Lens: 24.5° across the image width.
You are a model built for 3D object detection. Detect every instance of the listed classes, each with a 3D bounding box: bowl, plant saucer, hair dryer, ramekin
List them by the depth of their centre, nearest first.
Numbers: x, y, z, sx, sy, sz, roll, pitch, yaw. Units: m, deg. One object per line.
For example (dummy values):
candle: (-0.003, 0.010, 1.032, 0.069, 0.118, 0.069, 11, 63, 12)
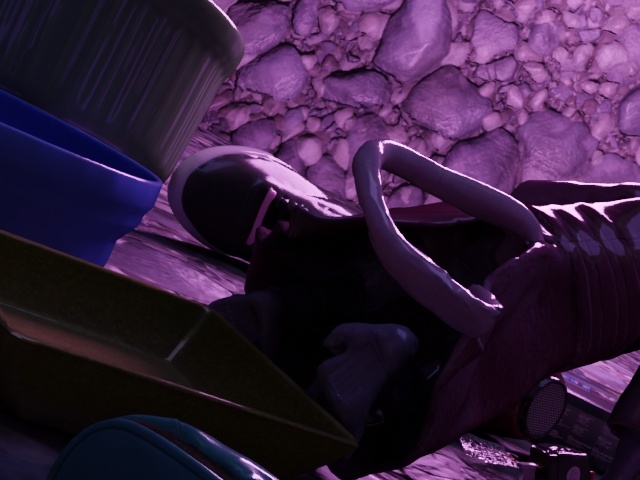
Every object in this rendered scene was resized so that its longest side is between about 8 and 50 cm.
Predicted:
plant saucer: (-0.101, 0.057, 0.720, 0.188, 0.045, 0.188, 22, 7, -32)
bowl: (-0.293, -0.090, 0.943, 0.391, 0.077, 0.391, 27, 2, -1)
hair dryer: (0.082, 0.087, 1.088, 0.223, 0.080, 0.293, 25, 6, -7)
ramekin: (-0.232, -0.162, 1.276, 0.303, 0.148, 0.303, 22, -10, 4)

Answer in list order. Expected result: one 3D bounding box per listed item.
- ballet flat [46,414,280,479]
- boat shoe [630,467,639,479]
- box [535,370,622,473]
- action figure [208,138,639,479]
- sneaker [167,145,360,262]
ballet flat: (0.017, 0.132, 0.433, 0.247, 0.083, 0.087, 33, -5, 36)
boat shoe: (0.232, 0.199, 0.535, 0.132, 0.130, 0.355, 26, 0, -30)
box: (0.225, 0.151, 1.281, 0.220, 0.051, 0.175, 26, 6, -6)
action figure: (0.132, 0.014, 0.874, 0.370, 0.276, 0.248, -8, 52, -25)
sneaker: (0.000, 0.000, 1.361, 0.295, 0.105, 0.147, 27, -1, -42)
